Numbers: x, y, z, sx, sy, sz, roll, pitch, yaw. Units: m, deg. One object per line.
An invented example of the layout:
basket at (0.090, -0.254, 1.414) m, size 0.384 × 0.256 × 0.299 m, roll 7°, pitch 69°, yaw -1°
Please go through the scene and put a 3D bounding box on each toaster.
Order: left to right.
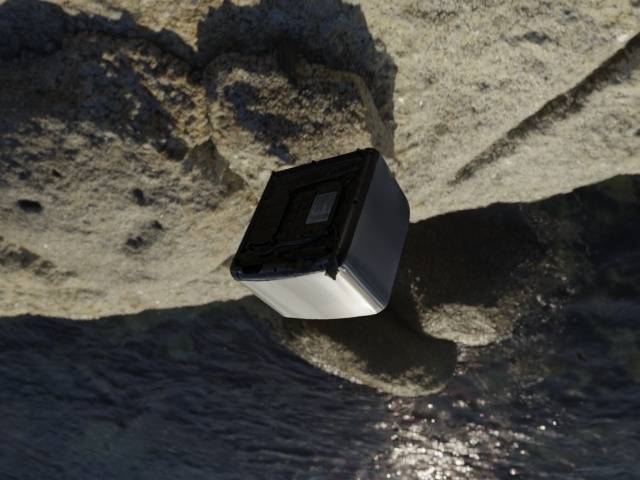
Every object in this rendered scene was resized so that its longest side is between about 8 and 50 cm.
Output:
toaster at (0.000, 0.000, 0.617) m, size 0.168 × 0.185 × 0.110 m, roll -9°, pitch 138°, yaw 38°
